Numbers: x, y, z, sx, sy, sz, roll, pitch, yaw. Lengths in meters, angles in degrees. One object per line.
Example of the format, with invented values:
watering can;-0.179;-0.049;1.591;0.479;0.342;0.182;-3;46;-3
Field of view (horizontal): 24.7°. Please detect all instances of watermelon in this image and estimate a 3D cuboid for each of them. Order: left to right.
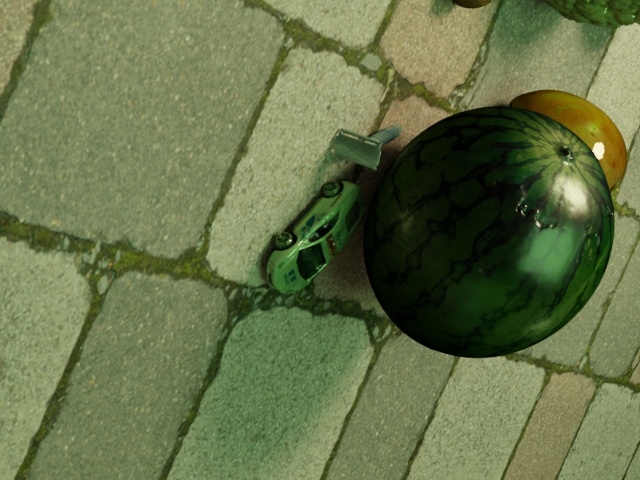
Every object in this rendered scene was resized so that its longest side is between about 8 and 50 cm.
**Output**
watermelon;0.228;-0.011;1.990;0.363;0.363;0.363;-34;137;-39

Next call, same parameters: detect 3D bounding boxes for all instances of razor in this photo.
razor;0.077;-0.137;1.974;0.135;0.068;0.040;-32;140;-58

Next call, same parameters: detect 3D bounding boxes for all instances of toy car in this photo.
toy car;0.000;0.000;1.942;0.186;0.058;0.093;-47;145;-27

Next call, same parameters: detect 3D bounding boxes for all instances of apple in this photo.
apple;0.345;-0.113;2.223;0.237;0.207;0.237;-52;167;-17

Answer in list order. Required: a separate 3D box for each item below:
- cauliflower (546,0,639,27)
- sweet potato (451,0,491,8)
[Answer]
cauliflower;0.445;-0.441;2.136;0.275;0.272;0.250;50;41;-69
sweet potato;0.253;-0.411;2.023;0.233;0.062;0.081;-60;146;-13
